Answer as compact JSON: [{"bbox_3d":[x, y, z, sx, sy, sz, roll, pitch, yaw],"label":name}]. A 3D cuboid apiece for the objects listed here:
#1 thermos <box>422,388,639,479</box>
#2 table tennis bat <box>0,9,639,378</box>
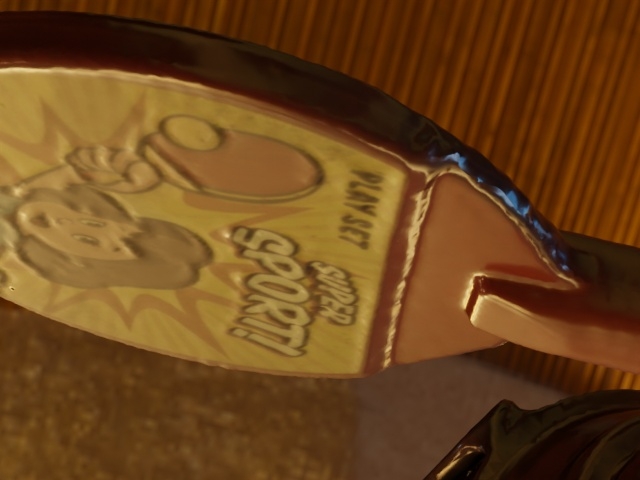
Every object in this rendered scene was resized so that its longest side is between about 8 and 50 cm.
[{"bbox_3d":[0.043,0.089,0.371,0.124,0.232,0.099,-32,-102,-37],"label":"thermos"},{"bbox_3d":[0.000,0.000,0.821,0.415,0.268,0.051,13,-116,1],"label":"table tennis bat"}]
